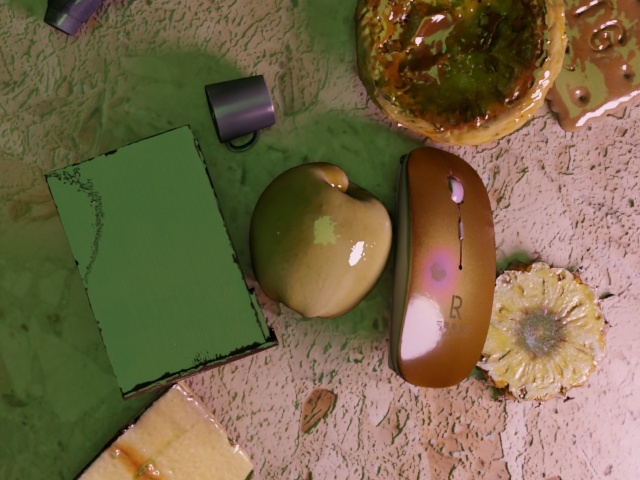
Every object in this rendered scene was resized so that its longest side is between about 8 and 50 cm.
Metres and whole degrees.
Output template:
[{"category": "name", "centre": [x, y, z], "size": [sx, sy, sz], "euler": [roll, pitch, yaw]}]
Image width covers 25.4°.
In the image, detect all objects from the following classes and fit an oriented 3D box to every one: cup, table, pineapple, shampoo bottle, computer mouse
[{"category": "cup", "centre": [-0.102, -0.164, 1.855], "size": [0.077, 0.078, 0.100], "euler": [-16, 124, -7]}, {"category": "table", "centre": [-0.189, 0.024, 1.758], "size": [0.196, 0.250, 0.282], "euler": [-19, 90, -2]}, {"category": "pineapple", "centre": [0.293, 0.119, 1.879], "size": [0.221, 0.047, 0.221], "euler": [0, 88, -3]}, {"category": "shampoo bottle", "centre": [-0.288, -0.378, 1.844], "size": [0.087, 0.049, 0.233], "euler": [26, 89, 35]}, {"category": "computer mouse", "centre": [0.153, 0.033, 1.818], "size": [0.158, 0.072, 0.310], "euler": [12, 78, -41]}]

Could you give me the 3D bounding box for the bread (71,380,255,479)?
[{"category": "bread", "centre": [-0.205, 0.312, 1.811], "size": [0.240, 0.135, 0.178], "euler": [-45, 92, -4]}]

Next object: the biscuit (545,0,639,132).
[{"category": "biscuit", "centre": [0.342, -0.326, 1.885], "size": [0.217, 0.044, 0.324], "euler": [-28, 91, -1]}]

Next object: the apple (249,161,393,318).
[{"category": "apple", "centre": [0.000, 0.000, 1.798], "size": [0.200, 0.200, 0.200], "euler": [0, 90, -3]}]

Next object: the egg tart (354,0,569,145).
[{"category": "egg tart", "centre": [0.180, -0.264, 1.828], "size": [0.290, 0.115, 0.290], "euler": [0, 90, 18]}]
